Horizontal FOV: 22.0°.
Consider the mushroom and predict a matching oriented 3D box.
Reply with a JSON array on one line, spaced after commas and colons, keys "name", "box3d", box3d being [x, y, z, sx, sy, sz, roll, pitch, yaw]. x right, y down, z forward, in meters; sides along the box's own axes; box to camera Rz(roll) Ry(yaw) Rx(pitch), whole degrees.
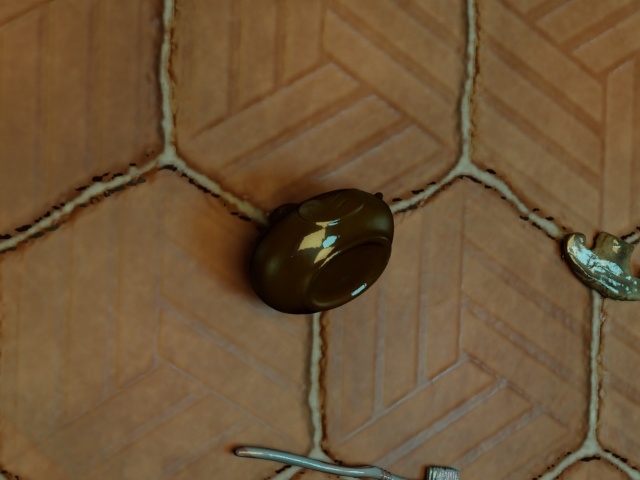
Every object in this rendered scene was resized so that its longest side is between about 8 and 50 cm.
[{"name": "mushroom", "box3d": [0.236, 0.022, 1.330, 0.101, 0.019, 0.049, 23, 81, -25]}]

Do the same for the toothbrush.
[{"name": "toothbrush", "box3d": [0.022, 0.169, 1.235, 0.193, 0.013, 0.019, 11, 80, -26]}]

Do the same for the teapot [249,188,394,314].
[{"name": "teapot", "box3d": [0.000, 0.000, 1.191, 0.129, 0.078, 0.098, -23, 142, -33]}]
